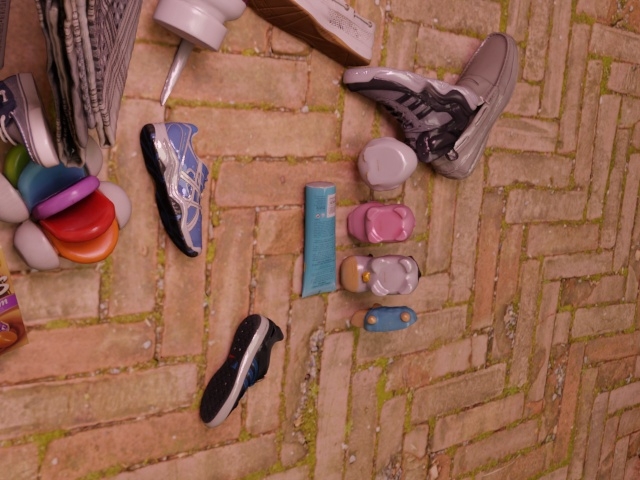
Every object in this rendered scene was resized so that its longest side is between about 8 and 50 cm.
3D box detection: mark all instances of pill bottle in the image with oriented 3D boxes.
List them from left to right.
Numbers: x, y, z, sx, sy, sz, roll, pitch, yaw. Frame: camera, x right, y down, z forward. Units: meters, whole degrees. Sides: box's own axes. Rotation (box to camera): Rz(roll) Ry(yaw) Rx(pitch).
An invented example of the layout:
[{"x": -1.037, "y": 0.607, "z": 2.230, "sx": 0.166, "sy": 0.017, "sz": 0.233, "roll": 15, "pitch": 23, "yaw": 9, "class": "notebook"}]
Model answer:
[{"x": -0.143, "y": -0.388, "z": 0.921, "sx": 0.121, "sy": 0.121, "sz": 0.221, "roll": 22, "pitch": 96, "yaw": -38, "class": "pill bottle"}]

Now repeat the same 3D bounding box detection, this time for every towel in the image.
[{"x": -0.237, "y": -0.281, "z": 0.729, "sx": 0.056, "sy": 0.312, "sz": 0.324, "roll": 10, "pitch": 58, "yaw": -10, "class": "towel"}]

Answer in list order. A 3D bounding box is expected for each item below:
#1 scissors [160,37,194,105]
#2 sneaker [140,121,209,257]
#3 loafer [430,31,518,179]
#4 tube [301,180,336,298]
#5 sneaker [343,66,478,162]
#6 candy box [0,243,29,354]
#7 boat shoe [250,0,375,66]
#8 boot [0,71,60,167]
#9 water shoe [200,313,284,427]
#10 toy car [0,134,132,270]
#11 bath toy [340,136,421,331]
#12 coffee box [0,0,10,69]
[{"x": -0.174, "y": -0.343, "z": 0.999, "sx": 0.109, "sy": 0.021, "sz": 0.297, "roll": 7, "pitch": 93, "yaw": -38, "class": "scissors"}, {"x": -0.202, "y": -0.076, "z": 0.986, "sx": 0.081, "sy": 0.080, "sz": 0.211, "roll": -20, "pitch": 111, "yaw": -30, "class": "sneaker"}, {"x": 0.306, "y": -0.279, "z": 1.321, "sx": 0.111, "sy": 0.112, "sz": 0.319, "roll": 26, "pitch": 82, "yaw": -46, "class": "loafer"}, {"x": 0.000, "y": 0.000, "z": 1.178, "sx": 0.080, "sy": 0.052, "sz": 0.207, "roll": -9, "pitch": 109, "yaw": -31, "class": "tube"}, {"x": 0.159, "y": -0.224, "z": 1.206, "sx": 0.269, "sy": 0.101, "sz": 0.153, "roll": 9, "pitch": 97, "yaw": -21, "class": "sneaker"}, {"x": -0.432, "y": 0.077, "z": 0.800, "sx": 0.109, "sy": 0.053, "sz": 0.186, "roll": -25, "pitch": 142, "yaw": -32, "class": "candy box"}, {"x": -0.009, "y": -0.382, "z": 1.076, "sx": 0.277, "sy": 0.098, "sz": 0.096, "roll": 20, "pitch": 85, "yaw": -47, "class": "boat shoe"}, {"x": -0.369, "y": -0.135, "z": 0.783, "sx": 0.086, "sy": 0.190, "sz": 0.069, "roll": -20, "pitch": 132, "yaw": -16, "class": "boot"}, {"x": -0.124, "y": 0.226, "z": 1.103, "sx": 0.080, "sy": 0.073, "sz": 0.203, "roll": 36, "pitch": 77, "yaw": -38, "class": "water shoe"}, {"x": -0.331, "y": -0.049, "z": 0.856, "sx": 0.159, "sy": 0.136, "sz": 0.182, "roll": -37, "pitch": 118, "yaw": -27, "class": "toy car"}, {"x": 0.113, "y": -0.014, "z": 1.213, "sx": 0.129, "sy": 0.151, "sz": 0.348, "roll": -21, "pitch": 112, "yaw": -74, "class": "bath toy"}, {"x": -0.404, "y": -0.301, "z": 0.649, "sx": 0.168, "sy": 0.297, "sz": 0.118, "roll": -14, "pitch": 72, "yaw": -36, "class": "coffee box"}]
